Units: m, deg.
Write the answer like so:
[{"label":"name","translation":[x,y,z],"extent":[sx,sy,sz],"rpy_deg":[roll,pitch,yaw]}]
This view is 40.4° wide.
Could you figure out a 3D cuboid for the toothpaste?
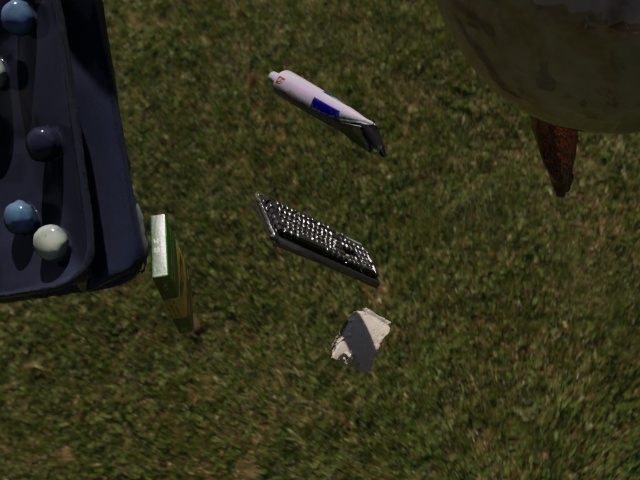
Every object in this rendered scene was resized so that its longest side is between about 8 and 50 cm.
[{"label":"toothpaste","translation":[0.004,-0.133,0.871],"extent":[0.028,0.045,0.170],"rpy_deg":[-40,51,-18]}]

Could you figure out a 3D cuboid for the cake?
[{"label":"cake","translation":[0.039,0.121,0.996],"extent":[0.052,0.121,0.065],"rpy_deg":[25,73,2]}]

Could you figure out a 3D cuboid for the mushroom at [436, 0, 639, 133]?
[{"label":"mushroom","translation":[0.253,-0.252,0.745],"extent":[0.297,0.297,0.290],"rpy_deg":[35,75,22]}]

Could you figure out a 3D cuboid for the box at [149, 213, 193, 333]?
[{"label":"box","translation":[-0.277,0.067,1.631],"extent":[0.034,0.235,0.132],"rpy_deg":[-9,60,0]}]

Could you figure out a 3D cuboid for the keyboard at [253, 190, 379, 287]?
[{"label":"keyboard","translation":[0.000,0.000,1.191],"extent":[0.025,0.230,0.093],"rpy_deg":[-42,51,21]}]

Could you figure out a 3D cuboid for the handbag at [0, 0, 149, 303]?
[{"label":"handbag","translation":[-0.334,-0.096,0.901],"extent":[0.269,0.118,0.325],"rpy_deg":[-10,88,27]}]

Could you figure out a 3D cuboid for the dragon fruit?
[{"label":"dragon fruit","translation":[0.301,-0.127,1.148],"extent":[0.063,0.131,0.097],"rpy_deg":[6,34,35]}]
